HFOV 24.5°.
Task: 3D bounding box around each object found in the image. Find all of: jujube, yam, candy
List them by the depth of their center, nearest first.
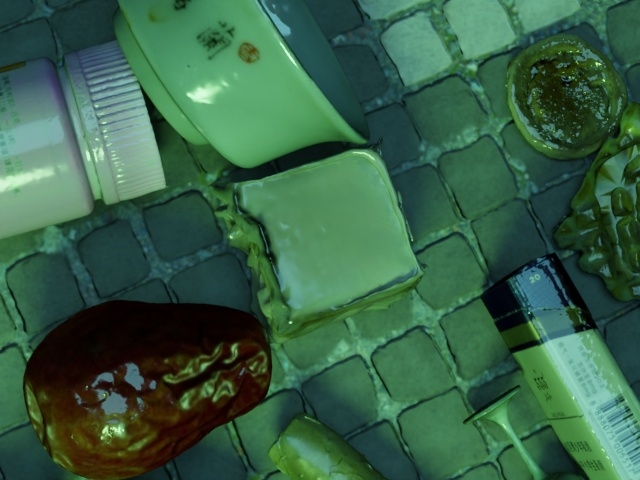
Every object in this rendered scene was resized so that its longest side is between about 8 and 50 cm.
[{"bbox_3d":[-0.178,0.148,1.539,0.255,0.190,0.190,-9,81,-22],"label":"jujube"},{"bbox_3d":[0.103,0.322,1.584,0.371,0.083,0.083,39,79,3],"label":"yam"},{"bbox_3d":[0.000,0.000,1.596,0.195,0.137,0.185,-20,83,-10],"label":"candy"}]

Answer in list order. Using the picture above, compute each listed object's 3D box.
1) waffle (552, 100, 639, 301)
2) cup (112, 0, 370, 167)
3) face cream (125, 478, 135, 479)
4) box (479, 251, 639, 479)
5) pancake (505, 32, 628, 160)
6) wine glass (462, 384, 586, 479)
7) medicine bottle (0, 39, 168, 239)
[{"bbox_3d":[0.393,-0.029,1.672,0.204,0.054,0.223,30,87,-2],"label":"waffle"},{"bbox_3d":[-0.105,-0.212,1.549,0.163,0.347,0.347,-31,85,11],"label":"cup"},{"bbox_3d":[-0.191,0.299,1.523,0.251,0.101,0.101,18,79,-15],"label":"face cream"},{"bbox_3d":[0.271,0.145,1.584,0.071,0.168,0.259,-27,86,-7],"label":"box"},{"bbox_3d":[0.283,-0.167,1.707,0.151,0.025,0.152,1,82,-6],"label":"pancake"},{"bbox_3d":[0.241,0.258,1.606,0.079,0.079,0.195,-32,84,-9],"label":"wine glass"},{"bbox_3d":[-0.323,-0.096,1.561,0.290,0.178,0.178,-17,83,-8],"label":"medicine bottle"}]
